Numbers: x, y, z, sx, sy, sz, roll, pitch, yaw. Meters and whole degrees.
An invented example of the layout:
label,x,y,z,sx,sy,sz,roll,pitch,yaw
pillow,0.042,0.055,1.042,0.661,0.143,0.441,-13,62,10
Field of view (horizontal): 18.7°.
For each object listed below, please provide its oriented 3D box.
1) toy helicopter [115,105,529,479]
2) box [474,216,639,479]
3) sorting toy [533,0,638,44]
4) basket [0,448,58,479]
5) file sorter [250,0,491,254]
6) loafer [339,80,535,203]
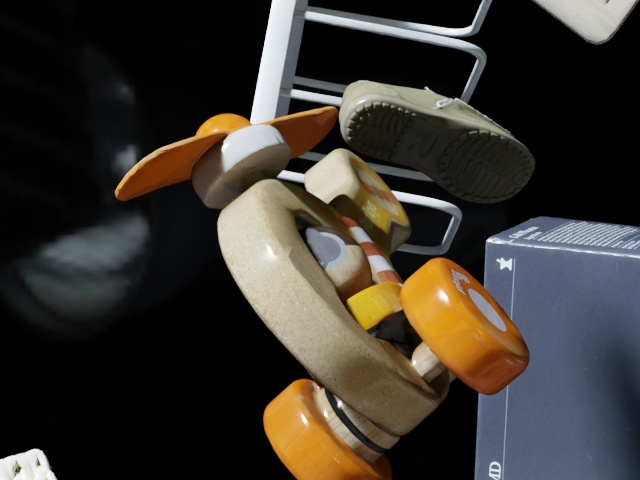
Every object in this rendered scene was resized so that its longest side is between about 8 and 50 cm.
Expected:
label,x,y,z,sx,sy,sz,roll,pitch,yaw
toy helicopter,0.000,0.000,1.210,0.140,0.235,0.355,-43,7,14
box,0.334,0.165,1.977,0.313,0.343,0.179,7,11,23
sorting toy,0.235,-0.295,1.770,0.348,0.196,0.047,37,-18,0
basket,-0.209,0.215,1.264,0.103,0.113,0.167,-22,-18,-17
file sorter,0.043,-0.145,1.569,0.173,0.277,0.193,9,-12,0
loafer,0.074,-0.069,1.230,0.148,0.050,0.056,23,-61,-32
